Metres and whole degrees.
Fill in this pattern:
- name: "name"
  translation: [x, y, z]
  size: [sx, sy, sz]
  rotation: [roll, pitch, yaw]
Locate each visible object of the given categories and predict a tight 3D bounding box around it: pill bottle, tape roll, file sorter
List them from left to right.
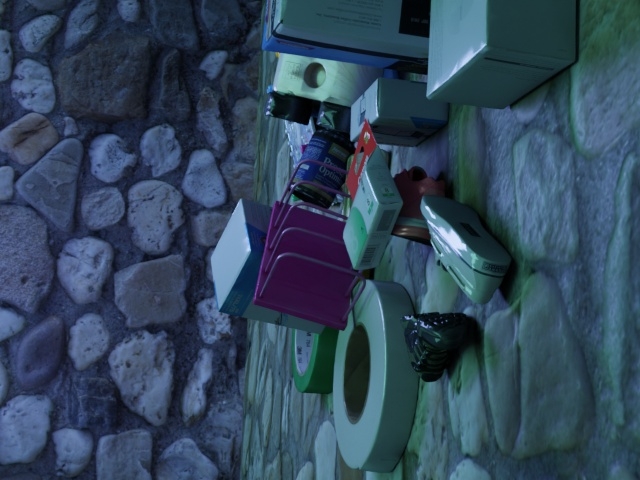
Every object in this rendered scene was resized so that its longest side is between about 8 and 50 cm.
- name: "tape roll"
  translation: [-0.006, 0.235, 2.325]
  size: [0.321, 0.077, 0.321]
  rotation: [-173, 90, -77]
- name: "file sorter"
  translation: [0.000, 0.000, 1.882]
  size: [0.182, 0.202, 0.291]
  rotation: [117, 166, -46]
- name: "pill bottle"
  translation: [0.015, -0.198, 2.220]
  size: [0.219, 0.122, 0.123]
  rotation: [-63, 11, -7]
- name: "tape roll"
  translation: [0.106, 0.275, 1.830]
  size: [0.392, 0.072, 0.392]
  rotation: [-173, 90, -77]

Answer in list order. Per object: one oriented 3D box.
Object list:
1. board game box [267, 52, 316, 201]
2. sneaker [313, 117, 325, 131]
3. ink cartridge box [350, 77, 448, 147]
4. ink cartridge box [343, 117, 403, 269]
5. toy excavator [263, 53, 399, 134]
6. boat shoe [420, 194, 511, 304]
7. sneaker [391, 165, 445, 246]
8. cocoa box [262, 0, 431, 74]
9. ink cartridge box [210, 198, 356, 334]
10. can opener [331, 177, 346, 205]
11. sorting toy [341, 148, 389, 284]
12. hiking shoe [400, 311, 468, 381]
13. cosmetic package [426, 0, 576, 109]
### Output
- name: "board game box"
  translation: [-0.082, -0.340, 2.612]
  size: [0.390, 0.050, 0.390]
  rotation: [122, 136, -75]
- name: "sneaker"
  translation: [0.004, -0.357, 2.540]
  size: [0.271, 0.100, 0.108]
  rotation: [114, 150, -70]
- name: "ink cartridge box"
  translation: [0.148, -0.244, 1.720]
  size: [0.190, 0.139, 0.082]
  rotation: [145, 127, -74]
- name: "ink cartridge box"
  translation: [0.075, -0.088, 1.654]
  size: [0.181, 0.056, 0.225]
  rotation: [107, 151, -47]
- name: "toy excavator"
  translation: [0.027, -0.376, 2.139]
  size: [0.445, 0.432, 0.222]
  rotation: [0, -75, -60]
- name: "boat shoe"
  translation: [0.219, 0.010, 1.417]
  size: [0.267, 0.096, 0.088]
  rotation: [-123, 45, -58]
- name: "sneaker"
  translation: [0.164, -0.076, 1.710]
  size: [0.314, 0.115, 0.136]
  rotation: [-152, 79, -69]
- name: "cocoa box"
  translation: [0.086, -0.449, 1.619]
  size: [0.228, 0.347, 0.232]
  rotation: [-175, 91, -78]
- name: "ink cartridge box"
  translation: [-0.090, 0.064, 2.096]
  size: [0.197, 0.270, 0.198]
  rotation: [-60, 27, 31]
- name: "can opener"
  translation: [0.028, -0.137, 2.403]
  size: [0.093, 0.074, 0.280]
  rotation: [-51, 11, -9]
- name: "sorting toy"
  translation: [0.102, -0.054, 2.080]
  size: [0.229, 0.041, 0.307]
  rotation: [-171, 86, -73]
- name: "hiking shoe"
  translation: [0.197, 0.180, 1.490]
  size: [0.227, 0.086, 0.114]
  rotation: [165, 97, -82]
- name: "cosmetic package"
  translation: [0.256, -0.334, 1.290]
  size: [0.224, 0.138, 0.224]
  rotation: [151, 124, -73]
